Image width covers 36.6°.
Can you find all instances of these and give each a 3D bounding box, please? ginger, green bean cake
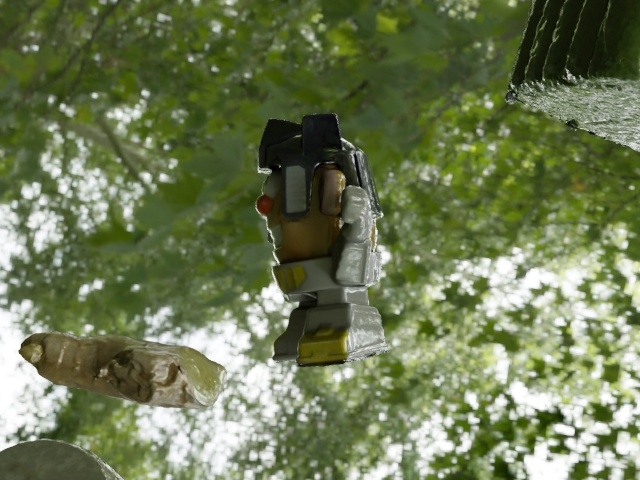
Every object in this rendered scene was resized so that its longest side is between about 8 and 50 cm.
[{"bbox_3d":[-0.211,0.139,1.044,0.213,0.137,0.074,2,-104,19],"label":"ginger"},{"bbox_3d":[0.352,-0.185,1.002,0.250,0.247,0.156,-174,-77,-75],"label":"green bean cake"}]

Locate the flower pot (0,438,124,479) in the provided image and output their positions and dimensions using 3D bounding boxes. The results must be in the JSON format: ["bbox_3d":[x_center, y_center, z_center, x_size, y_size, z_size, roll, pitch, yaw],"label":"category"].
[{"bbox_3d":[-0.335,0.432,1.274,0.330,0.294,0.293,88,-7,-50],"label":"flower pot"}]

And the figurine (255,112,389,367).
[{"bbox_3d":[0.001,0.000,1.108,0.308,0.143,0.308,-3,-94,55],"label":"figurine"}]
